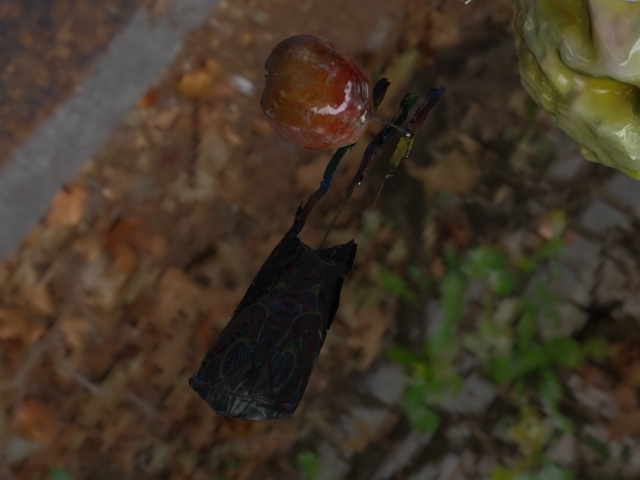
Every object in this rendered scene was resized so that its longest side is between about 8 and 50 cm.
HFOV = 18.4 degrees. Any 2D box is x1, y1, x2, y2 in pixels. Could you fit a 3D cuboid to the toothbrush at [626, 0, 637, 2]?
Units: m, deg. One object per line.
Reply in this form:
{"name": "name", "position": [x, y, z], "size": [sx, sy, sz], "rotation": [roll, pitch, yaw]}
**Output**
{"name": "toothbrush", "position": [0.107, -0.219, 0.619], "size": [0.026, 0.024, 0.288], "rotation": [-61, 155, -76]}

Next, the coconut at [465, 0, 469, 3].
{"name": "coconut", "position": [0.093, -0.245, 1.157], "size": [0.194, 0.194, 0.194], "rotation": [-40, 149, -31]}

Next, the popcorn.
{"name": "popcorn", "position": [0.180, -0.102, 0.888], "size": [0.185, 0.187, 0.167], "rotation": [-57, 143, -36]}

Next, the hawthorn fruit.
{"name": "hawthorn fruit", "position": [0.013, -0.082, 1.157], "size": [0.067, 0.103, 0.067], "rotation": [-43, 142, -46]}

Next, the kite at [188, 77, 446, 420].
{"name": "kite", "position": [0.000, 0.000, 1.413], "size": [0.015, 0.152, 0.285], "rotation": [37, 74, -29]}
